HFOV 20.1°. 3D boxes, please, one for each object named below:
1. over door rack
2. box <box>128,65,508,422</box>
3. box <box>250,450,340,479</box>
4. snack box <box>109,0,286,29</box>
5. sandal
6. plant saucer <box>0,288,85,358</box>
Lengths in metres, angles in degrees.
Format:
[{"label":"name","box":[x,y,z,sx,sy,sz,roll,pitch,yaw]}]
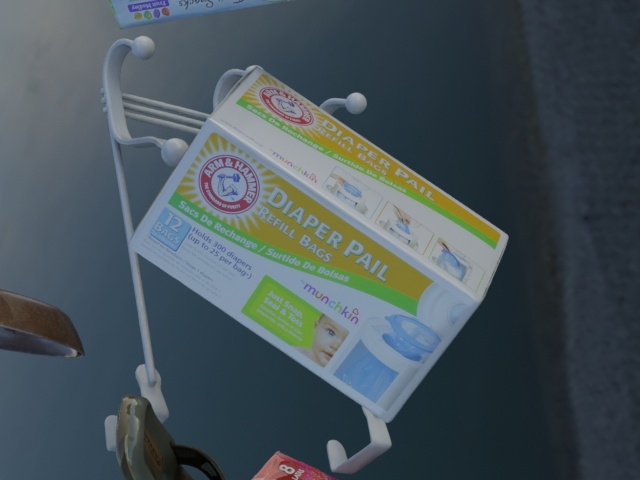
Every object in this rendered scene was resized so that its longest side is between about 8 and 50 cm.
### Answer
[{"label":"over door rack","box":[-0.045,0.008,1.405,0.108,0.239,0.324,-26,60,46]},{"label":"box","box":[0.000,0.000,1.149,0.114,0.203,0.103,-56,0,29]},{"label":"box","box":[-0.031,0.318,1.469,0.122,0.128,0.257,-46,-25,-53]},{"label":"snack box","box":[-0.059,-0.183,1.184,0.141,0.037,0.100,-7,30,21]},{"label":"sandal","box":[-0.090,0.165,1.222,0.049,0.180,0.072,-11,48,10]},{"label":"plant saucer","box":[-0.241,0.049,1.231,0.168,0.168,0.029,-10,68,63]}]
